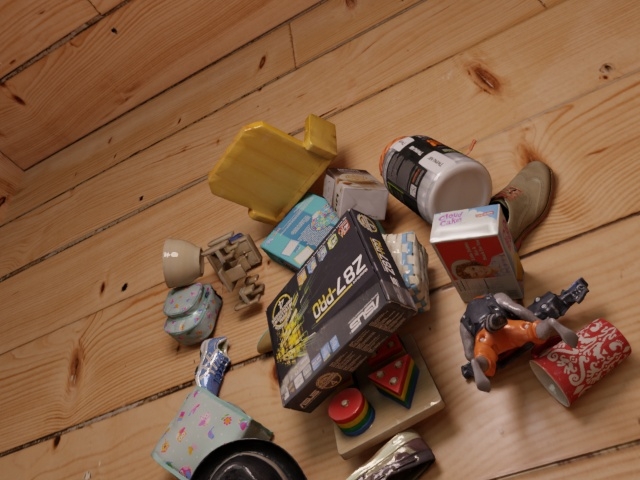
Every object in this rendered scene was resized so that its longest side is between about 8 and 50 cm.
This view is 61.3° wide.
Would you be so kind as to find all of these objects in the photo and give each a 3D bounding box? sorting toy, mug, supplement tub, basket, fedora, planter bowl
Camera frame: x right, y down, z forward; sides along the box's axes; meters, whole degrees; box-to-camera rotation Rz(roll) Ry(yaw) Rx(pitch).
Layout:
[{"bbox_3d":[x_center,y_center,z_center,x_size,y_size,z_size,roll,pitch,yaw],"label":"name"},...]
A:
[{"bbox_3d":[0.124,0.336,1.268,0.257,0.089,0.255,-31,25,7],"label":"sorting toy"},{"bbox_3d":[0.527,0.233,1.121,0.169,0.113,0.150,-35,48,-2],"label":"mug"},{"bbox_3d":[0.289,-0.166,1.437,0.194,0.193,0.316,-39,33,-1],"label":"supplement tub"},{"bbox_3d":[0.137,0.112,1.424,0.289,0.201,0.254,-9,51,21],"label":"basket"},{"bbox_3d":[-0.164,0.595,1.154,0.334,0.152,0.334,-1,66,3],"label":"fedora"},{"bbox_3d":[-0.435,0.070,1.744,0.109,0.162,0.162,-3,47,-2],"label":"planter bowl"}]

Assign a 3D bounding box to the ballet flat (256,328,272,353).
[{"bbox_3d":[-0.088,0.246,1.559,0.073,0.080,0.232,34,77,31],"label":"ballet flat"}]

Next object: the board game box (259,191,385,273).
[{"bbox_3d":[0.000,0.000,1.708,0.253,0.079,0.336,-49,43,-13],"label":"board game box"}]

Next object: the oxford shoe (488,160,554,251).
[{"bbox_3d":[0.505,-0.091,1.404,0.123,0.130,0.348,15,64,42],"label":"oxford shoe"}]

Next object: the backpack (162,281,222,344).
[{"bbox_3d":[-0.420,0.235,1.744,0.166,0.144,0.188,-13,50,19],"label":"backpack"}]

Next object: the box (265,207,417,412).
[{"bbox_3d":[0.026,0.167,1.293,0.395,0.097,0.318,-50,37,26],"label":"box"}]

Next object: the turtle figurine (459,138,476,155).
[{"bbox_3d":[0.372,-0.168,1.597,0.217,0.087,0.269,-5,59,41],"label":"turtle figurine"}]

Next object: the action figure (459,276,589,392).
[{"bbox_3d":[0.411,0.162,1.151,0.341,0.178,0.330,-42,3,5],"label":"action figure"}]

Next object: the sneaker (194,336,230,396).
[{"bbox_3d":[-0.315,0.372,1.597,0.081,0.080,0.211,-25,45,19],"label":"sneaker"}]

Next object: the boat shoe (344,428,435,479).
[{"bbox_3d":[0.125,0.528,1.146,0.285,0.102,0.092,-40,37,-11],"label":"boat shoe"}]

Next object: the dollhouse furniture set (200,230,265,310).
[{"bbox_3d":[-0.299,0.092,1.744,0.161,0.212,0.242,-24,17,13],"label":"dollhouse furniture set"}]

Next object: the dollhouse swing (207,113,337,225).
[{"bbox_3d":[-0.170,-0.277,1.792,0.347,0.305,0.315,-47,25,29],"label":"dollhouse swing"}]

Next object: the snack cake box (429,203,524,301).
[{"bbox_3d":[0.376,0.039,1.277,0.152,0.264,0.089,-7,50,30],"label":"snack cake box"}]

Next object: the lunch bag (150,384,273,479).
[{"bbox_3d":[-0.292,0.518,1.397,0.262,0.160,0.223,16,65,36],"label":"lunch bag"}]

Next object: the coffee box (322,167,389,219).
[{"bbox_3d":[0.102,-0.147,1.659,0.141,0.098,0.246,2,20,-14],"label":"coffee box"}]

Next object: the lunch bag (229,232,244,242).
[{"bbox_3d":[-0.292,0.020,1.900,0.098,0.067,0.065,-34,43,1],"label":"lunch bag"}]
